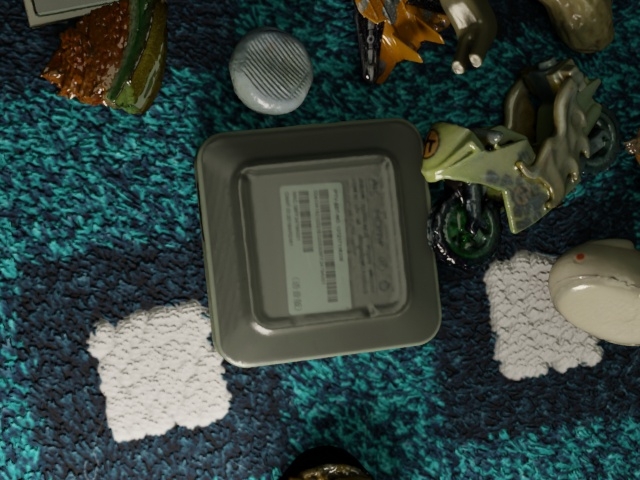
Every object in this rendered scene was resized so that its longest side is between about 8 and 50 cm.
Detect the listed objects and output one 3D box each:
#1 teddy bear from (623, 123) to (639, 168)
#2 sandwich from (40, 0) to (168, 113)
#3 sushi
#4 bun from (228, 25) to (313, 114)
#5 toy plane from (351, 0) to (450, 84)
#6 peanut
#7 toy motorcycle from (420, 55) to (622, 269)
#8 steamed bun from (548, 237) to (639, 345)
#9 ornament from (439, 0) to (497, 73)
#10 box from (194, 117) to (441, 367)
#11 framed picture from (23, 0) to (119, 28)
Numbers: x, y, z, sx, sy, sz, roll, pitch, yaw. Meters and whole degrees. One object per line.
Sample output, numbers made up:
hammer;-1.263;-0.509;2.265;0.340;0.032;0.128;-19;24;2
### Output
teddy bear;0.593;-0.127;1.995;0.140;0.177;0.190;-20;104;4
sandwich;-0.317;-0.289;1.809;0.160;0.109;0.185;16;87;7
sushi;0.014;0.436;1.823;0.200;0.204;0.213;-40;93;-7
bun;-0.082;-0.264;1.871;0.140;0.083;0.141;2;85;-23
toy plane;0.078;-0.418;1.883;0.204;0.103;0.316;-42;115;-13
peanut;0.399;-0.424;1.974;0.123;0.123;0.257;-31;100;-12
toy motorcycle;0.315;-0.138;1.920;0.410;0.168;0.237;-34;111;-22
steamed bun;0.484;0.075;1.962;0.228;0.177;0.131;23;55;-14
ornament;0.213;-0.412;1.906;0.061;0.245;0.230;-21;112;28
box;0.000;0.000;1.883;0.373;0.090;0.367;-7;92;-13
framed picture;-0.384;-0.467;1.816;0.189;0.023;0.260;-14;96;-17
